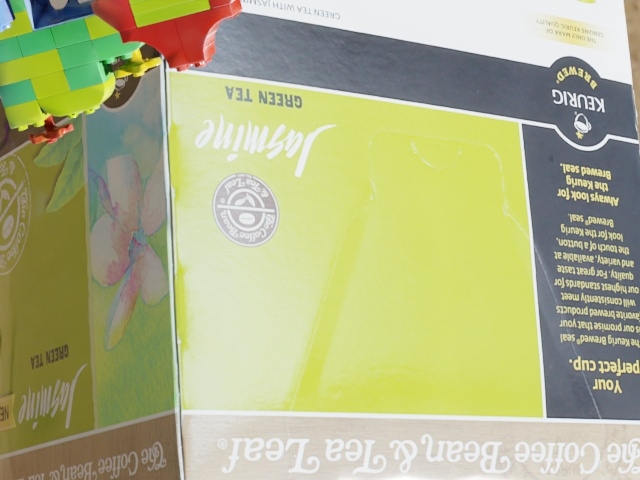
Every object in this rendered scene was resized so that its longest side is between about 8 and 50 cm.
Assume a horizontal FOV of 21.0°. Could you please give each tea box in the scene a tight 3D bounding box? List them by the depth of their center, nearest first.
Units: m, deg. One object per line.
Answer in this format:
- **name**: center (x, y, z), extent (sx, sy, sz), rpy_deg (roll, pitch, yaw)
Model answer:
- **tea box**: center (0.000, 0.000, 0.985), extent (0.329, 0.220, 0.323), rpy_deg (6, 73, -35)

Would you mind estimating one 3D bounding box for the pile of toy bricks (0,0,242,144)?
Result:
- **pile of toy bricks**: center (-0.120, -0.092, 0.724), extent (0.118, 0.212, 0.105), rpy_deg (-56, 132, -68)
